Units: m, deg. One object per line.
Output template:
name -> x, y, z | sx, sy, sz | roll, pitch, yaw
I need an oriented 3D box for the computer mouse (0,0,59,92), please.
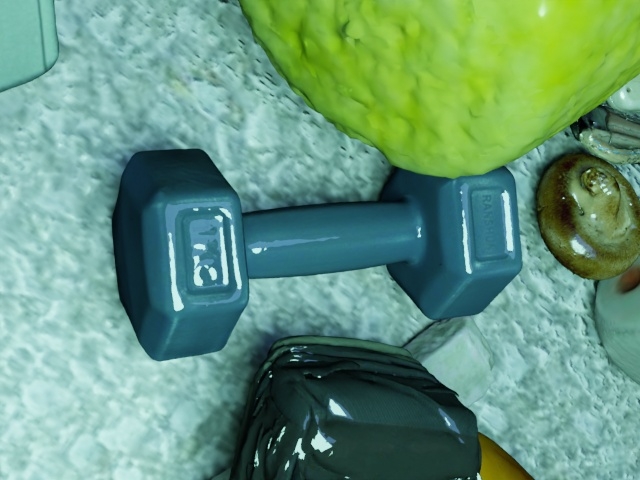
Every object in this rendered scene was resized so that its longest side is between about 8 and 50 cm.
computer mouse -> -0.291, -0.263, 0.601 | 0.188, 0.122, 0.370 | -10, 94, -23

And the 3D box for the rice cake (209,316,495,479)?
rice cake -> 0.005, 0.179, 0.731 | 0.365, 0.056, 0.072 | -31, 110, -22

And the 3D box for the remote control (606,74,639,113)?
remote control -> 0.330, -0.193, 0.904 | 0.074, 0.032, 0.122 | 3, 87, -22

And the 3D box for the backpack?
backpack -> 0.016, 0.213, 0.646 | 0.206, 0.133, 0.258 | 11, 99, -27

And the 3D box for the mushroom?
mushroom -> 0.259, -0.024, 0.838 | 0.109, 0.085, 0.126 | 37, 56, -39

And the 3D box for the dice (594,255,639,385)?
dice -> 0.401, 0.064, 0.835 | 0.194, 0.192, 0.193 | 37, 73, -19

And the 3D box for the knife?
knife -> 0.392, -0.082, 0.906 | 0.365, 0.043, 0.089 | 10, 50, -28

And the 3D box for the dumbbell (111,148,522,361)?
dumbbell -> 0.000, 0.000, 0.694 | 0.316, 0.156, 0.143 | -5, 121, -23

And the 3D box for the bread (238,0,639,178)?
bread -> 0.118, -0.241, 0.629 | 0.308, 0.348, 0.348 | -37, 102, -31

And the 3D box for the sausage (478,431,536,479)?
sausage -> 0.183, 0.277, 0.779 | 0.274, 0.105, 0.105 | 45, 72, -14
